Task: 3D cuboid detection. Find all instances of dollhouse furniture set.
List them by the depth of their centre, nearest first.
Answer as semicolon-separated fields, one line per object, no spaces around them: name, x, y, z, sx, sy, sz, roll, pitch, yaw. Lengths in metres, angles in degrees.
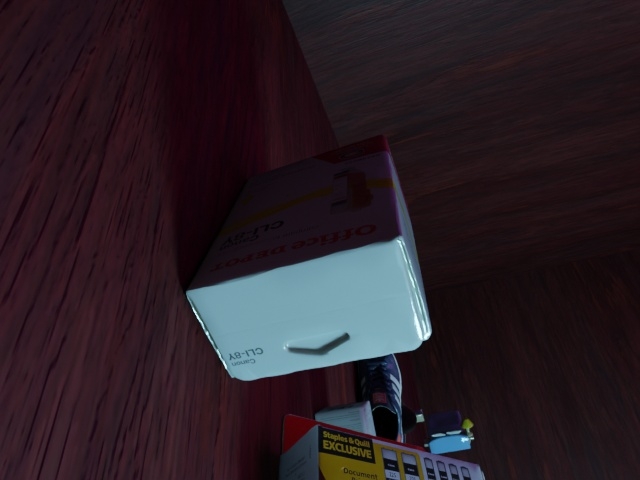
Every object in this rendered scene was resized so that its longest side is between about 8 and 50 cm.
dollhouse furniture set;0.401;0.633;1.726;0.286;0.303;0.198;-36;112;-77

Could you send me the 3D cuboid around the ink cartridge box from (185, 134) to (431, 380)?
ink cartridge box;0.000;0.000;0.711;0.385;0.279;0.160;-82;154;-60

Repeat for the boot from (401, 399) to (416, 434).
boot;0.238;0.550;1.537;0.305;0.112;0.115;60;3;-35

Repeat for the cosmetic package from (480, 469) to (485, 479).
cosmetic package;0.319;0.738;1.265;0.153;0.296;0.129;64;16;-47

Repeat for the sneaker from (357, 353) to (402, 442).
sneaker;0.174;0.447;1.328;0.148;0.131;0.350;63;18;-60

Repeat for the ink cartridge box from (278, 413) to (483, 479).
ink cartridge box;0.097;0.393;0.680;0.309;0.130;0.272;22;39;-21

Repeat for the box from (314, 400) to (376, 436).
box;0.054;0.384;0.934;0.102;0.101;0.087;37;40;-71
